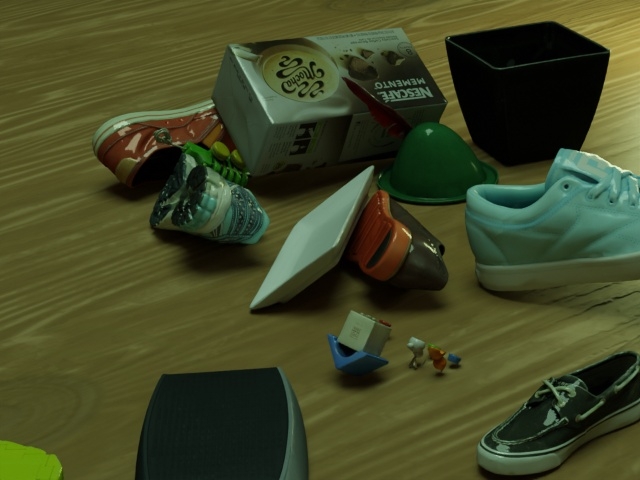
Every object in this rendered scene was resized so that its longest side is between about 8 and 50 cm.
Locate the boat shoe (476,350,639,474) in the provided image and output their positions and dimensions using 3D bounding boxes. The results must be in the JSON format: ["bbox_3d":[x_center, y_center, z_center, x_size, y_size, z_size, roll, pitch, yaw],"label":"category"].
[{"bbox_3d":[0.241,0.168,1.530,0.219,0.070,0.078,-21,29,-35],"label":"boat shoe"}]

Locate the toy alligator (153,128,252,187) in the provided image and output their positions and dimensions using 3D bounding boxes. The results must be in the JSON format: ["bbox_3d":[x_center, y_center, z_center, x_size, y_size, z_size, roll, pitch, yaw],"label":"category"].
[{"bbox_3d":[-0.160,-0.108,2.178,0.190,0.056,0.051,21,38,-42],"label":"toy alligator"}]

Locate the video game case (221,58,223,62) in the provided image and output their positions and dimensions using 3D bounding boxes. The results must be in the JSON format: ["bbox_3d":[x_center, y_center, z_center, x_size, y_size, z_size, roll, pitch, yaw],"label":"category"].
[{"bbox_3d":[-0.003,-0.270,2.574,0.244,0.061,0.269,-14,26,-21],"label":"video game case"}]

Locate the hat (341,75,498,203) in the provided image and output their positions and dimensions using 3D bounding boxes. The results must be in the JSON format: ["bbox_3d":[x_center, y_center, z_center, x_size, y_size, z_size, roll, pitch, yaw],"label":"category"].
[{"bbox_3d":[0.159,-0.164,2.157,0.173,0.183,0.208,11,27,29],"label":"hat"}]

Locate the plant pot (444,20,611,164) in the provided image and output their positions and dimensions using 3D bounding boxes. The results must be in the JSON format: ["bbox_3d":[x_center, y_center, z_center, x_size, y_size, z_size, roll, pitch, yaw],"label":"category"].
[{"bbox_3d":[0.309,-0.217,2.283,0.188,0.166,0.188,-11,24,-17],"label":"plant pot"}]

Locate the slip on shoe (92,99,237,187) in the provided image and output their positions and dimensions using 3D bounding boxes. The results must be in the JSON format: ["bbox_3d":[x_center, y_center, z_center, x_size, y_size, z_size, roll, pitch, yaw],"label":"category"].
[{"bbox_3d":[-0.177,-0.143,2.274,0.331,0.123,0.101,-13,59,-35],"label":"slip on shoe"}]

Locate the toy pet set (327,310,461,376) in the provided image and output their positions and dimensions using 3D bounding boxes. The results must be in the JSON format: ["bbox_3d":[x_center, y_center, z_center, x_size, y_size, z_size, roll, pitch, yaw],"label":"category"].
[{"bbox_3d":[0.070,0.128,1.688,0.122,0.065,0.114,24,0,41],"label":"toy pet set"}]

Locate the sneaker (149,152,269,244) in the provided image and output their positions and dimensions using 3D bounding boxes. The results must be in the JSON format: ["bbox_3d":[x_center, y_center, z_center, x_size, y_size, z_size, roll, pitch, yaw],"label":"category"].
[{"bbox_3d":[-0.147,-0.038,2.046,0.122,0.110,0.283,27,2,-18],"label":"sneaker"}]

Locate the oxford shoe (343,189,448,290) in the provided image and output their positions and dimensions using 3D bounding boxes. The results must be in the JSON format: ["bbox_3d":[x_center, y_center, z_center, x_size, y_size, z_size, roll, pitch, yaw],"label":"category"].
[{"bbox_3d":[0.097,0.010,1.925,0.098,0.097,0.271,28,12,-12],"label":"oxford shoe"}]

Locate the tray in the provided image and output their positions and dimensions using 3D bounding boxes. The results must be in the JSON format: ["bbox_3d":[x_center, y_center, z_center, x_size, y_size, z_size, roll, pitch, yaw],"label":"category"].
[{"bbox_3d":[0.000,0.000,1.930,0.145,0.030,0.270,-38,11,25],"label":"tray"}]

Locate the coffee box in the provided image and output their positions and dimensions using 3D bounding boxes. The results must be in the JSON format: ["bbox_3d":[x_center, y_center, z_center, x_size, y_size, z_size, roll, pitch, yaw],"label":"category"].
[{"bbox_3d":[0.013,-0.206,2.243,0.297,0.119,0.168,-9,54,-27],"label":"coffee box"}]

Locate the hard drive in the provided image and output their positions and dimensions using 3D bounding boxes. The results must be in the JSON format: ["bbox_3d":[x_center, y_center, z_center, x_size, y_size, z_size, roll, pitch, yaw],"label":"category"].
[{"bbox_3d":[-0.099,0.203,1.512,0.172,0.054,0.254,-3,24,-1],"label":"hard drive"}]

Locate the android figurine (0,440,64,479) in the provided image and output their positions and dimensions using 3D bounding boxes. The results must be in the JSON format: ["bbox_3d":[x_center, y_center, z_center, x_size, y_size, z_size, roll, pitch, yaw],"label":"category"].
[{"bbox_3d":[-0.327,0.269,1.388,0.248,0.056,0.273,-3,26,3],"label":"android figurine"}]

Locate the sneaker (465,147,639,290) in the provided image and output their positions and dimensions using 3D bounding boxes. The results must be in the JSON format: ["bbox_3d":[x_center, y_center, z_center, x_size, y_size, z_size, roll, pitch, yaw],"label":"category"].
[{"bbox_3d":[0.333,-0.039,1.784,0.366,0.150,0.135,-12,20,25],"label":"sneaker"}]
